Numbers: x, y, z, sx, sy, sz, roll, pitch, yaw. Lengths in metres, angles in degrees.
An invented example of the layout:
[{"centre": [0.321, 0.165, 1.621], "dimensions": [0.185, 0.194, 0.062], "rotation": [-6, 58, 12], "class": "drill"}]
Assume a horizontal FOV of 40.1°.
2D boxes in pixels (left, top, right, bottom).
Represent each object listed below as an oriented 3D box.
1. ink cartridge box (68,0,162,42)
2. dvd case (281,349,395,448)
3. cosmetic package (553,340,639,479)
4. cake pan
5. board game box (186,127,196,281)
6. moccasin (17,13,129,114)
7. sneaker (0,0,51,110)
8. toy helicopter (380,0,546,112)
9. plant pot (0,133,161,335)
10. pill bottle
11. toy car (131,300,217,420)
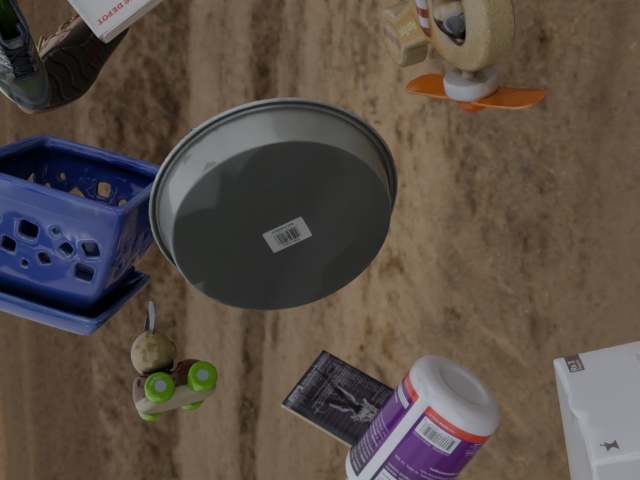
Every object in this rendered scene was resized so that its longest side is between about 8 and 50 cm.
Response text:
[{"centre": [-0.389, -0.473, 1.545], "dimensions": [0.203, 0.148, 0.086], "rotation": [53, 178, -7], "class": "ink cartridge box"}, {"centre": [0.054, 0.340, 1.833], "dimensions": [0.221, 0.164, 0.018], "rotation": [27, 142, 19], "class": "dvd case"}, {"centre": [0.439, 0.356, 1.218], "dimensions": [0.217, 0.156, 0.385], "rotation": [-91, -12, -58], "class": "cosmetic package"}, {"centre": [-0.046, -0.026, 1.005], "dimensions": [0.054, 0.293, 0.293], "rotation": [-108, 25, -46], "class": "cake pan"}, {"centre": [-0.161, -0.052, 1.523], "dimensions": [0.275, 0.142, 0.144], "rotation": [104, 165, -57], "class": "board game box"}, {"centre": [-0.583, -0.418, 1.999], "dimensions": [0.147, 0.139, 0.380], "rotation": [-8, 45, 31], "class": "moccasin"}, {"centre": [-0.602, -0.375, 1.697], "dimensions": [0.121, 0.111, 0.300], "rotation": [41, 156, 46], "class": "sneaker"}, {"centre": [0.141, -0.246, 1.013], "dimensions": [0.355, 0.140, 0.235], "rotation": [-164, 50, -80], "class": "toy helicopter"}, {"centre": [-0.361, -0.007, 1.256], "dimensions": [0.236, 0.235, 0.212], "rotation": [-59, -17, -70], "class": "plant pot"}, {"centre": [0.167, 0.375, 1.581], "dimensions": [0.323, 0.181, 0.181], "rotation": [-57, 38, 21], "class": "pill bottle"}, {"centre": [-0.280, 0.209, 1.582], "dimensions": [0.155, 0.148, 0.188], "rotation": [124, 130, -60], "class": "toy car"}]
